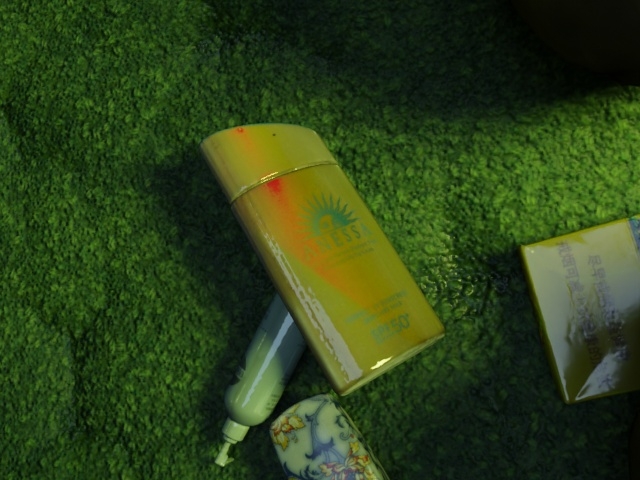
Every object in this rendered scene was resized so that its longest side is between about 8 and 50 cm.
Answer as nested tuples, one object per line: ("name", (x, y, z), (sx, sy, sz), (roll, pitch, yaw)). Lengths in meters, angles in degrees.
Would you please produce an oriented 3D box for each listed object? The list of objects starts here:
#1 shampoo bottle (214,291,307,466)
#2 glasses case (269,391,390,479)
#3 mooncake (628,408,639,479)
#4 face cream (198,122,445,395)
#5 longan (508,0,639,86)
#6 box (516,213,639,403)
("shampoo bottle", (-0.062, 0.144, 0.625), (0.056, 0.056, 0.195), (26, 87, 17))
("glasses case", (0.037, 0.266, 0.575), (0.086, 0.065, 0.248), (-31, 74, 9))
("mooncake", (0.408, 0.162, 0.396), (0.378, 0.201, 0.379), (3, 106, 12))
("face cream", (0.000, 0.000, 0.606), (0.139, 0.067, 0.285), (-21, 71, -34))
("longan", (0.314, -0.349, 0.456), (0.436, 0.404, 0.404), (-47, 72, 31))
("box", (0.338, 0.044, 0.547), (0.278, 0.041, 0.153), (-15, 77, 11))
